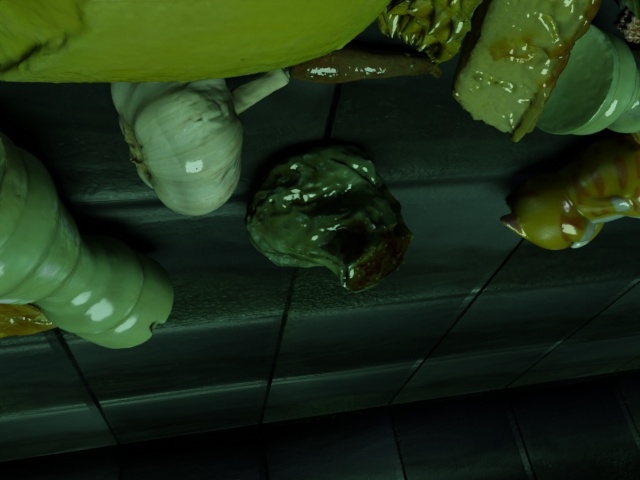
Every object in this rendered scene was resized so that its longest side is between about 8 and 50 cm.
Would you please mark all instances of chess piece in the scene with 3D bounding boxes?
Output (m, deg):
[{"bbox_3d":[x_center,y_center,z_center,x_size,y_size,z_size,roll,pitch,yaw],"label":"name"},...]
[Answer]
[{"bbox_3d":[0.417,-0.210,0.846,0.252,0.144,0.144,-1,149,-31],"label":"chess piece"},{"bbox_3d":[-0.394,0.031,0.885,0.234,0.233,0.442,-18,153,10],"label":"chess piece"}]

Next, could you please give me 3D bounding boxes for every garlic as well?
[{"bbox_3d":[-0.124,-0.146,0.738,0.226,0.199,0.199,-29,157,-23],"label":"garlic"}]

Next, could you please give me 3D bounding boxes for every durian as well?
[{"bbox_3d":[0.122,-0.273,0.567,0.186,0.195,0.305,6,149,-16],"label":"durian"}]

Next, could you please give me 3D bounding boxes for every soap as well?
[{"bbox_3d":[-0.131,-0.221,0.467,0.428,0.115,0.306,-6,157,-6],"label":"soap"}]

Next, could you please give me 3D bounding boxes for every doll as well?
[{"bbox_3d":[0.461,-0.078,1.055,0.270,0.162,0.167,-36,172,27],"label":"doll"}]

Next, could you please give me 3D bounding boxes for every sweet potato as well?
[{"bbox_3d":[0.066,-0.223,0.773,0.215,0.050,0.050,-5,150,-18],"label":"sweet potato"}]

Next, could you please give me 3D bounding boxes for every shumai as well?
[{"bbox_3d":[0.000,0.000,0.964,0.225,0.221,0.261,6,150,-33],"label":"shumai"}]

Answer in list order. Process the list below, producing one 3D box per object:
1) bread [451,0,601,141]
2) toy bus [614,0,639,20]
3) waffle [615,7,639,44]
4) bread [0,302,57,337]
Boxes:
[{"bbox_3d":[0.223,-0.253,0.604,0.114,0.184,0.274,18,154,5],"label":"bread"},{"bbox_3d":[0.464,-0.323,0.600,0.306,0.178,0.143,-28,147,18],"label":"toy bus"},{"bbox_3d":[0.435,-0.293,0.803,0.083,0.029,0.075,11,144,-38],"label":"waffle"},{"bbox_3d":[-0.561,0.101,1.047,0.211,0.099,0.235,-12,151,1],"label":"bread"}]
